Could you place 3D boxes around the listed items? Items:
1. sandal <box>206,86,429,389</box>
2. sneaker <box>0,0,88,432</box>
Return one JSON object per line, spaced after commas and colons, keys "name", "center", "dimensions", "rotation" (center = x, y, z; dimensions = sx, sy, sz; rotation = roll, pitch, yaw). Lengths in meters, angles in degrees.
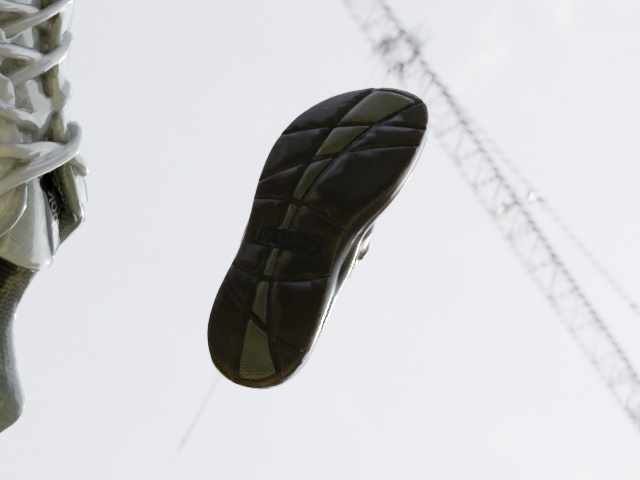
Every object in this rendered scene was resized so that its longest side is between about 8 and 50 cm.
{"name": "sandal", "center": [0.000, 0.000, 1.172], "dimensions": [0.090, 0.219, 0.060], "rotation": [14, -23, 19]}
{"name": "sneaker", "center": [-0.122, -0.060, 0.673], "dimensions": [0.118, 0.110, 0.292], "rotation": [32, -64, 36]}
